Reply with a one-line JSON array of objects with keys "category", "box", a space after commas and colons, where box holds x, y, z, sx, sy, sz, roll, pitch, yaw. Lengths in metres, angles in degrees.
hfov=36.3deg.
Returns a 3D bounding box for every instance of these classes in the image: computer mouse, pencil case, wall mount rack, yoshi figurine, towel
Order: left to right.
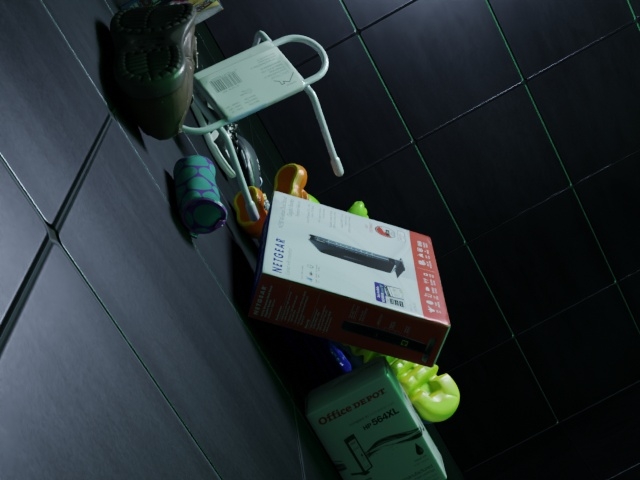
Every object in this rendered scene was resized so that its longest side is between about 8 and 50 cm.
[{"category": "pencil case", "box": [-0.176, -0.067, 1.415, 0.070, 0.064, 0.152, 41, 15, -30]}, {"category": "computer mouse", "box": [-0.151, -0.145, 2.287, 0.262, 0.060, 0.184, 63, 5, 15]}, {"category": "wall mount rack", "box": [-0.113, -0.221, 1.788, 0.304, 0.350, 0.130, 52, -28, 15]}, {"category": "yoshi figurine", "box": [-0.007, -0.017, 1.987, 0.203, 0.203, 0.362, 25, -15, 49]}, {"category": "towel", "box": [0.003, 0.191, 1.821, 0.228, 0.076, 0.308, 62, 4, -11]}]

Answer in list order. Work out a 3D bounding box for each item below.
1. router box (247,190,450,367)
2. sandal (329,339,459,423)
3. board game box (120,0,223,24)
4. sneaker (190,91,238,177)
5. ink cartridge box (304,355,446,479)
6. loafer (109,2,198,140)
[{"category": "router box", "box": [0.045, 0.055, 1.616, 0.301, 0.082, 0.335, 16, 24, -7]}, {"category": "sandal", "box": [0.086, 0.206, 1.665, 0.317, 0.126, 0.138, 50, -42, 18]}, {"category": "board game box", "box": [-0.293, -0.468, 1.964, 0.042, 0.165, 0.243, 61, 3, 0]}, {"category": "sneaker", "box": [-0.189, -0.246, 2.059, 0.217, 0.121, 0.079, 63, 5, 21]}, {"category": "ink cartridge box", "box": [0.085, 0.308, 1.535, 0.203, 0.148, 0.086, 60, 7, -12]}, {"category": "loafer", "box": [-0.257, -0.266, 1.509, 0.366, 0.133, 0.130, -94, 180, -57]}]
